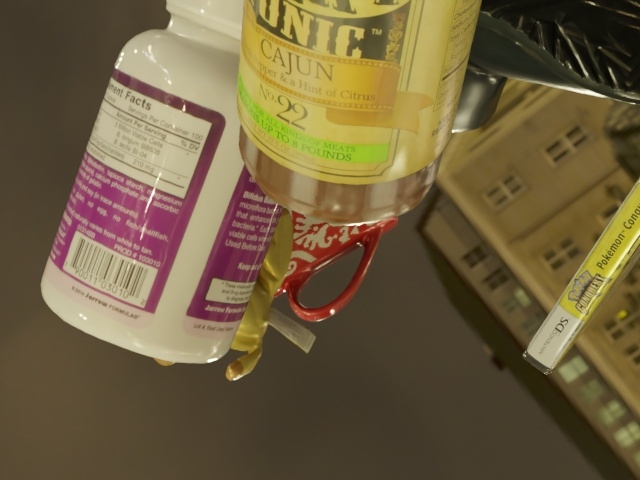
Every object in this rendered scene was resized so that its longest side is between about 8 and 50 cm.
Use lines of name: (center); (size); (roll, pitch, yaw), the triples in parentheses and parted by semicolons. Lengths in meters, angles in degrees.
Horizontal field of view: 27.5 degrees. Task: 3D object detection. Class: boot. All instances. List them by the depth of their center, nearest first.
boot: (0.139, -0.137, 0.949); (0.246, 0.094, 0.207); (21, 165, 5)

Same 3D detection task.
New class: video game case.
video game case: (0.316, -0.022, 1.281); (0.035, 0.248, 0.275); (36, -141, 13)

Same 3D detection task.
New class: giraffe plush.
giraffe plush: (-0.124, 0.041, 1.301); (0.181, 0.170, 0.210); (-48, -66, -31)

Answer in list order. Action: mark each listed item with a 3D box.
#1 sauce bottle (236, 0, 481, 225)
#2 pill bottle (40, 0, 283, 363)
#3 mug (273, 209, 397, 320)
sauce bottle: (0.024, -0.159, 0.548); (0.111, 0.344, 0.111); (3, -135, -3)
pill bottle: (-0.105, -0.067, 1.067); (0.169, 0.302, 0.169); (21, -172, -3)
mug: (-0.003, -0.002, 1.417); (0.150, 0.169, 0.113); (63, 170, -6)
